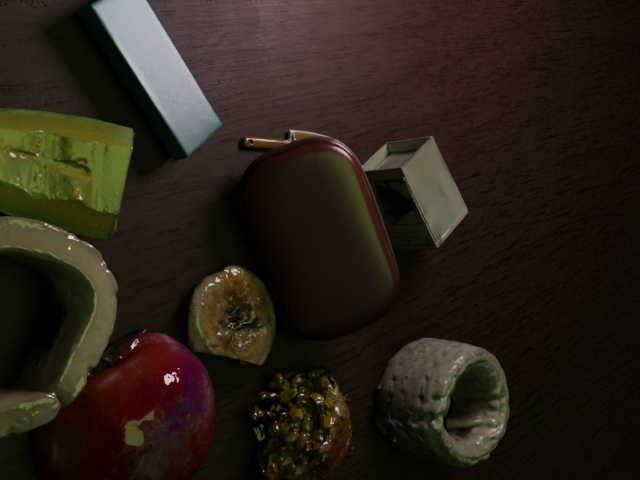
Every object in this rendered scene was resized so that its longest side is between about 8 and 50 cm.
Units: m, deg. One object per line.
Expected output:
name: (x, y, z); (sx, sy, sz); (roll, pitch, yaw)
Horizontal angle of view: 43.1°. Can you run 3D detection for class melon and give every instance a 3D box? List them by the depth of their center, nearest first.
melon: (-0.446, -0.125, 1.250); (0.323, 0.124, 0.196); (13, 79, -35)

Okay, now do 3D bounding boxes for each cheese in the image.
cheese: (-0.474, 0.133, 1.196); (0.292, 0.153, 0.332); (27, 73, -38)

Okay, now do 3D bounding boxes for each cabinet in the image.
cabinet: (0.202, -0.104, 1.814); (0.150, 0.145, 0.206); (-45, 117, -33)

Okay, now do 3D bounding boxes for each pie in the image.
pie: (-0.166, 0.141, 1.543); (0.218, 0.052, 0.185); (17, 73, -43)

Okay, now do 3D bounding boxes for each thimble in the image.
thimble: (0.278, 0.371, 1.842); (0.291, 0.195, 0.292); (2, 87, -43)

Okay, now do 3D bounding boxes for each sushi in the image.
sushi: (-0.038, 0.381, 1.591); (0.296, 0.166, 0.179); (-56, 146, -20)

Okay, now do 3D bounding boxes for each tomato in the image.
tomato: (-0.286, 0.323, 1.351); (0.335, 0.176, 0.290); (-34, 114, -38)

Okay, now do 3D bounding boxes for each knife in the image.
knife: (-0.055, -0.205, 1.668); (0.256, 0.022, 0.046); (-2, 87, -42)

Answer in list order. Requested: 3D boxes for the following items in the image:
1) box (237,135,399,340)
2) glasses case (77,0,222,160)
box: (0.000, 0.000, 1.595); (0.263, 0.108, 0.404); (-21, 104, -4)
glasses case: (-0.297, -0.295, 1.426); (0.117, 0.070, 0.301); (-49, 118, -38)
